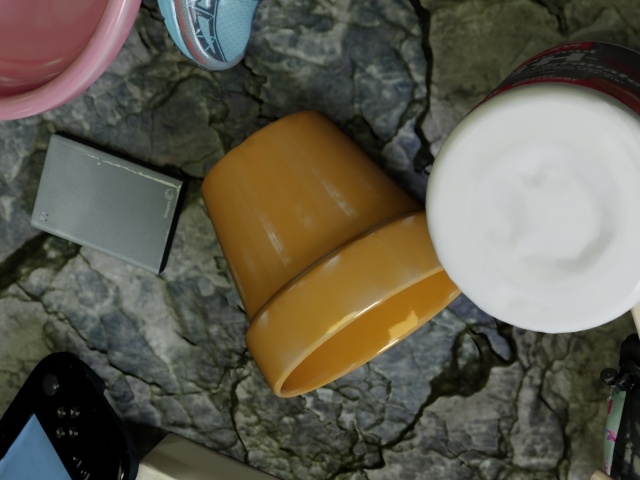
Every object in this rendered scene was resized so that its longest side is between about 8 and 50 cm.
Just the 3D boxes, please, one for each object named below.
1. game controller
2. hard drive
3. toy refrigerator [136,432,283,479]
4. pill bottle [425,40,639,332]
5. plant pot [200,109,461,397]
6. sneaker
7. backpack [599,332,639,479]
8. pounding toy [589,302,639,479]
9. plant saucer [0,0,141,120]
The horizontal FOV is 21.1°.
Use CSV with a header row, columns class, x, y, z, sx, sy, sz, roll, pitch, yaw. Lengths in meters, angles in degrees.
class,x,y,z,sx,sy,sz,roll,pitch,yaw
game controller,-0.281,0.259,1.637,0.319,0.067,0.166,-54,46,27
hard drive,-0.196,-0.035,1.591,0.135,0.022,0.094,20,109,11
toy refrigerator,-0.049,0.288,1.594,0.269,0.094,0.102,22,109,10
pill bottle,0.197,-0.056,1.305,0.176,0.318,0.176,4,105,15
plant pot,0.000,0.000,1.461,0.205,0.205,0.188,-39,75,22
sneaker,-0.058,-0.260,1.425,0.125,0.104,0.262,23,111,34
backpack,0.306,0.178,1.443,0.152,0.115,0.182,12,102,16
pounding toy,0.271,0.157,1.307,0.155,0.154,0.269,-17,87,12
plant saucer,-0.271,-0.273,1.486,0.332,0.084,0.332,7,104,31
